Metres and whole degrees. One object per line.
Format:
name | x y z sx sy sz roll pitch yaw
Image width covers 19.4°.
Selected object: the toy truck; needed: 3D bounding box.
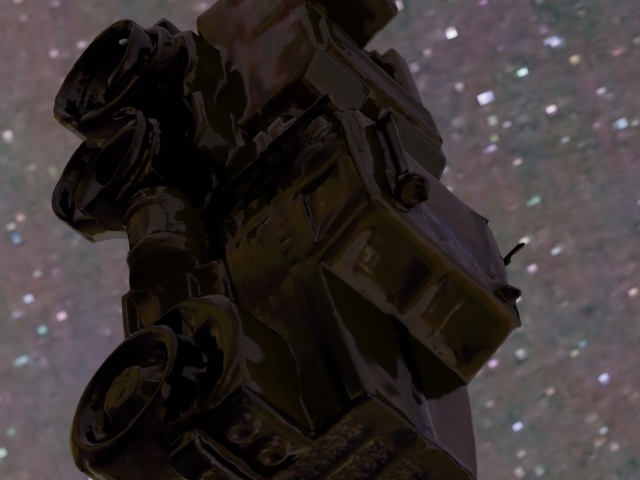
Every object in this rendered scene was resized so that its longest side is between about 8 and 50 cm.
toy truck | -0.003 0.004 0.614 0.127 0.257 0.127 -38 -59 20
